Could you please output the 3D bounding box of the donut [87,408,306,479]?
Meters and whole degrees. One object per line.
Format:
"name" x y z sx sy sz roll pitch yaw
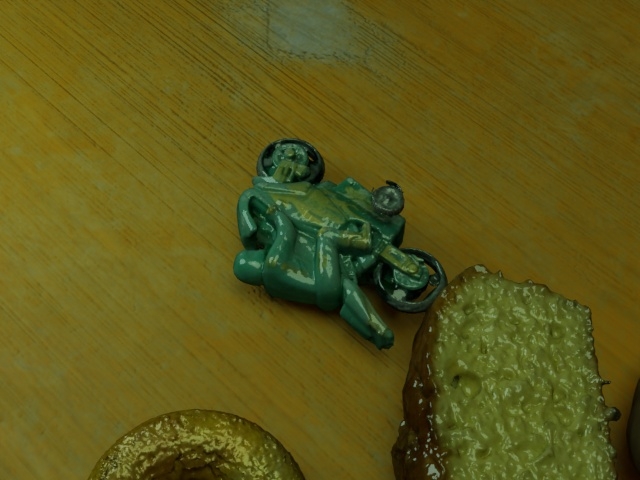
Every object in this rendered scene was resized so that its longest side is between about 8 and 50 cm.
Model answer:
"donut" -0.114 0.279 0.882 0.254 0.118 0.253 3 69 -7

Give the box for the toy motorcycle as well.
"toy motorcycle" 0.001 0.001 1.079 0.296 0.109 0.198 39 64 22

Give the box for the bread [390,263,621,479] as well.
"bread" 0.170 0.207 0.905 0.194 0.179 0.340 5 53 -3

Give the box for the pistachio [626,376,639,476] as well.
"pistachio" 0.386 0.182 0.959 0.126 0.152 0.223 19 37 13
